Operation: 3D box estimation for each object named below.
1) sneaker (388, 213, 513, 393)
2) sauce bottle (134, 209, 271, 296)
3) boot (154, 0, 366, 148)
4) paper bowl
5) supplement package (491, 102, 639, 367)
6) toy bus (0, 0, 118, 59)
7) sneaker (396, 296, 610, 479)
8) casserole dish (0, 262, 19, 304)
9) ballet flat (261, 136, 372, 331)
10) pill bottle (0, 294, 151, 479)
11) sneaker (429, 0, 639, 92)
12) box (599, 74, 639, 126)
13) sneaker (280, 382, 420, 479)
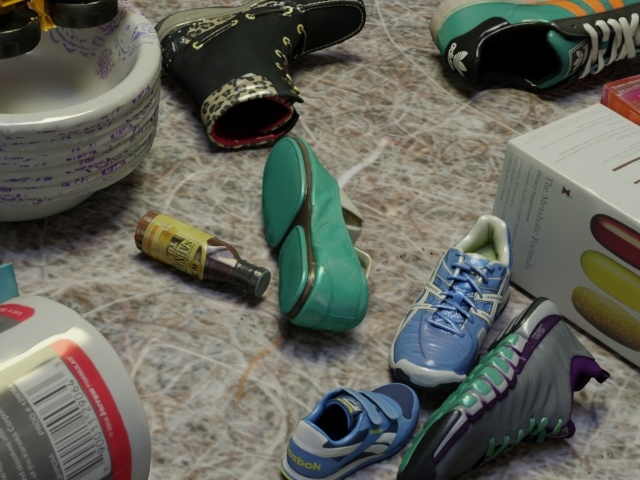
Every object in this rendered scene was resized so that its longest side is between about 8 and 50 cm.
[{"bbox_3d":[0.113,0.053,1.503,0.080,0.081,0.211,16,36,11],"label":"sneaker"},{"bbox_3d":[-0.104,0.013,1.552,0.128,0.042,0.042,22,38,23],"label":"sauce bottle"},{"bbox_3d":[-0.040,-0.178,1.797,0.236,0.085,0.179,-13,42,-17],"label":"boot"},{"bbox_3d":[-0.291,-0.125,1.618,0.284,0.148,0.284,6,35,-4],"label":"paper bowl"},{"bbox_3d":[0.285,0.004,1.554,0.134,0.139,0.244,-23,45,-38],"label":"supplement package"},{"bbox_3d":[-0.304,-0.265,1.585,0.211,0.149,0.220,18,32,41],"label":"toy bus"},{"bbox_3d":[0.153,0.142,1.397,0.098,0.083,0.224,43,55,1],"label":"sneaker"},{"bbox_3d":[-0.298,0.074,1.355,0.114,0.188,0.037,-29,89,-41],"label":"casserole dish"},{"bbox_3d":[0.000,0.000,1.574,0.087,0.083,0.247,23,31,-22],"label":"ballet flat"},{"bbox_3d":[-0.282,0.175,1.178,0.176,0.176,0.318,31,41,29],"label":"pill bottle"},{"bbox_3d":[0.276,-0.215,1.895,0.302,0.108,0.121,-9,39,-9],"label":"sneaker"},{"bbox_3d":[0.396,-0.099,1.727,0.256,0.128,0.122,-17,42,-30],"label":"box"},{"bbox_3d":[0.030,0.143,1.382,0.053,0.059,0.144,30,39,30],"label":"sneaker"}]
